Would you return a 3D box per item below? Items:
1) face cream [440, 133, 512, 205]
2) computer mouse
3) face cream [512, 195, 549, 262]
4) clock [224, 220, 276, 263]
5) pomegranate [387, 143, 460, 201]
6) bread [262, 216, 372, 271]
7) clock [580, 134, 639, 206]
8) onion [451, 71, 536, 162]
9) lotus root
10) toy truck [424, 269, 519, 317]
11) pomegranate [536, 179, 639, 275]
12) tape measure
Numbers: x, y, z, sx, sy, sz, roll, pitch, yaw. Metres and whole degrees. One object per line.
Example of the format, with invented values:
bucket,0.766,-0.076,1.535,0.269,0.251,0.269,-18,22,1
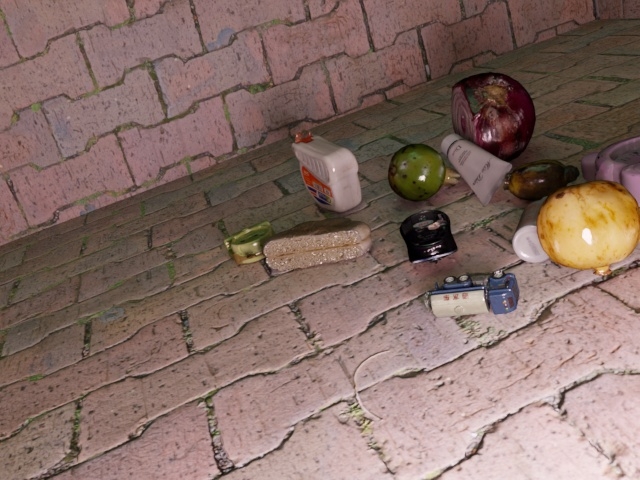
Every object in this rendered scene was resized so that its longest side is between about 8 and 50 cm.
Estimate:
face cream,0.479,-0.237,2.076,0.089,0.143,0.314,19,23,-31
computer mouse,0.287,0.001,1.762,0.137,0.096,0.233,-18,25,13
face cream,0.548,-0.045,1.656,0.101,0.101,0.252,-6,24,29
clock,-0.211,0.013,2.153,0.170,0.069,0.232,-24,20,-12
pomegranate,0.336,-0.217,2.162,0.247,0.202,0.202,7,13,-22
bread,-0.002,-0.004,1.991,0.337,0.102,0.183,-9,24,21
clock,0.872,-0.200,1.758,0.295,0.113,0.322,-20,21,-5
onion,0.594,-0.404,2.246,0.260,0.282,0.337,-9,51,-5
lotus root,0.625,-0.171,1.886,0.209,0.120,0.120,-8,24,23
toy truck,0.329,0.123,1.461,0.201,0.074,0.088,-8,28,24
pomegranate,0.585,-0.024,1.453,0.215,0.215,0.215,-16,22,6
tape measure,0.029,-0.235,2.305,0.130,0.265,0.258,-30,35,-23
